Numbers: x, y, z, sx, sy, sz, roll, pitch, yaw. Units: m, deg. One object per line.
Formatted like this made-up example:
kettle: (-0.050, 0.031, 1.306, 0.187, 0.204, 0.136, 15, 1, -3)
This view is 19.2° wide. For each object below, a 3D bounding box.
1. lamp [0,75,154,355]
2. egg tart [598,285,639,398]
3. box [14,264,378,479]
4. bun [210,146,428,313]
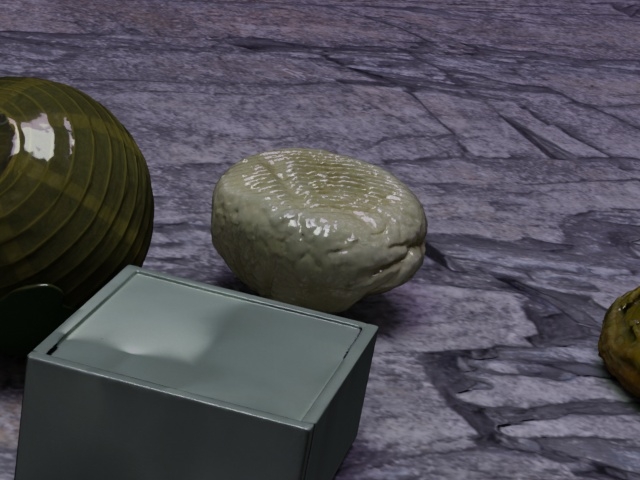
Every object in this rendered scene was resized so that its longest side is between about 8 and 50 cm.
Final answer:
lamp: (-0.261, -0.015, 1.686, 0.250, 0.250, 0.284, 19, -19, 25)
egg tart: (0.405, 0.086, 1.818, 0.294, 0.123, 0.294, 7, 22, -3)
box: (-0.093, 0.132, 1.512, 0.225, 0.117, 0.225, 13, 20, 11)
bun: (0.000, 0.000, 1.870, 0.220, 0.134, 0.220, 9, 25, -4)
